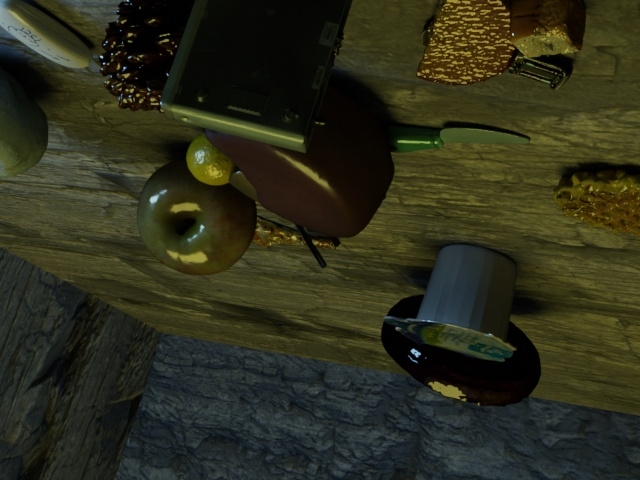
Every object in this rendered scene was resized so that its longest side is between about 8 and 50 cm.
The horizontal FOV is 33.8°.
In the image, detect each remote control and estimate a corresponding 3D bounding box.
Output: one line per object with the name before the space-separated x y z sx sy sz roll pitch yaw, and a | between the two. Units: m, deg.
remote control | 0.242 -0.257 1.448 0.212 0.028 0.059 17 163 -2

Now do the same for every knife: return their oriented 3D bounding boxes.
knife | 0.218 -0.174 1.752 0.260 0.035 0.063 0 154 31

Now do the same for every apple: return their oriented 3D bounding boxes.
apple | -0.257 -0.055 2.243 0.256 0.257 0.234 14 -164 10

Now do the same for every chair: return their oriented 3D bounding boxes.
chair | -0.030 -0.088 2.025 0.247 0.172 0.159 45 161 5

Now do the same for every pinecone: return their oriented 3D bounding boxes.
pinecone | -0.214 -0.279 1.521 0.221 0.222 0.221 15 164 5

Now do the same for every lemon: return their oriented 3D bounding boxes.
lemon | -0.204 -0.161 2.053 0.133 0.109 0.109 -10 150 40

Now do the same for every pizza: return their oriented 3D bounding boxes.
pizza | -0.114 -0.010 2.589 0.176 0.036 0.185 14 164 8

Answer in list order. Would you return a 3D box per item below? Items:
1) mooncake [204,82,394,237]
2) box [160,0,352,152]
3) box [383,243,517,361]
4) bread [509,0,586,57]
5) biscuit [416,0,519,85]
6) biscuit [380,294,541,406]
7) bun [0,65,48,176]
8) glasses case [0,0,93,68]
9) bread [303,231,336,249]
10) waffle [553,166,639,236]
mooncake | -0.028 -0.148 1.792 0.326 0.174 0.334 35 165 -22
box | -0.066 -0.257 1.320 0.210 0.270 0.045 16 164 8
box | 0.305 0.127 2.335 0.291 0.206 0.262 16 163 5
bread | 0.279 -0.270 1.296 0.083 0.070 0.076 0 158 38
biscuit | 0.202 -0.268 1.391 0.126 0.025 0.206 18 150 -2
biscuit | 0.345 0.252 2.555 0.407 0.091 0.407 16 -156 -7
bun | -0.689 -0.260 2.047 0.354 0.194 0.354 18 166 5
glasses case | -0.473 -0.352 1.790 0.076 0.049 0.197 3 159 39
bread | 0.000 0.000 2.514 0.083 0.036 0.047 8 170 21
waffle | 0.524 -0.055 1.785 0.243 0.059 0.238 8 162 24
